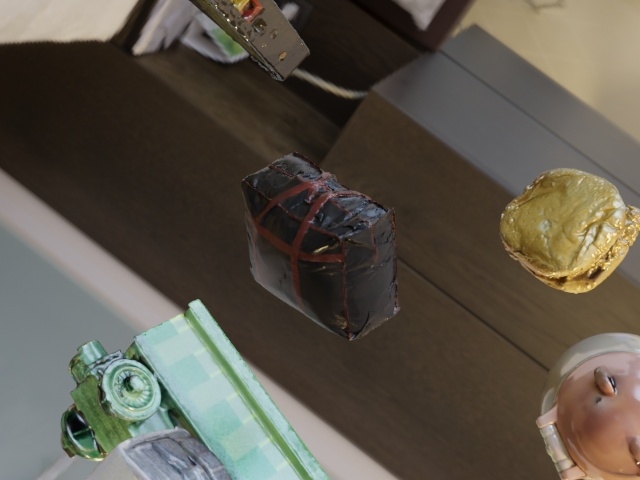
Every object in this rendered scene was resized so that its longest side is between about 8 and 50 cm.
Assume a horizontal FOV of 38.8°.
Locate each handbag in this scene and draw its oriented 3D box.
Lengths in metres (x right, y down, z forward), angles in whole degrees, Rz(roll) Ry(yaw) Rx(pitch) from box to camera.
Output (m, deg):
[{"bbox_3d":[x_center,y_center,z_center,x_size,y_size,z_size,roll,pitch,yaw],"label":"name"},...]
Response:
[{"bbox_3d":[0.000,0.000,1.152,0.155,0.215,0.169,-33,136,-28],"label":"handbag"}]

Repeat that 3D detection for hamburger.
[{"bbox_3d":[0.291,-0.015,1.068,0.138,0.147,0.083,-50,141,-2],"label":"hamburger"}]

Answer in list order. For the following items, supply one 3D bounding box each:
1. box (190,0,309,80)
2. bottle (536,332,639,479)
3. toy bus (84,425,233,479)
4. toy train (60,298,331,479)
[{"bbox_3d":[-0.139,-0.291,0.903,0.058,0.211,0.350,-48,160,2],"label":"box"},{"bbox_3d":[0.267,0.154,0.805,0.148,0.147,0.236,-53,163,5],"label":"bottle"},{"bbox_3d":[-0.050,0.294,0.608,0.138,0.342,0.097,-46,160,18],"label":"toy bus"},{"bbox_3d":[-0.137,0.219,0.966,0.202,0.301,0.120,-27,166,-50],"label":"toy train"}]
